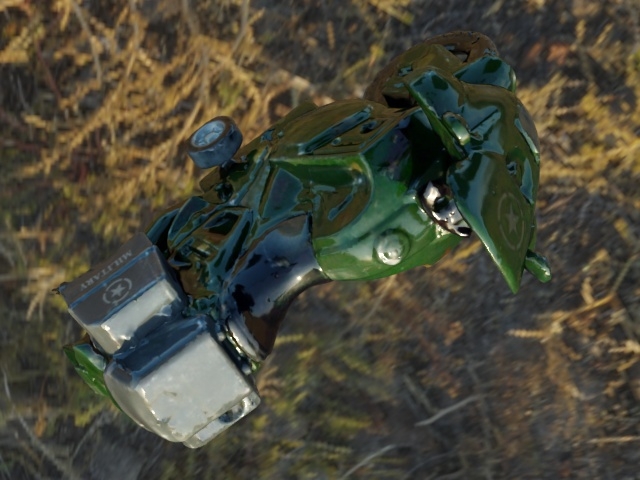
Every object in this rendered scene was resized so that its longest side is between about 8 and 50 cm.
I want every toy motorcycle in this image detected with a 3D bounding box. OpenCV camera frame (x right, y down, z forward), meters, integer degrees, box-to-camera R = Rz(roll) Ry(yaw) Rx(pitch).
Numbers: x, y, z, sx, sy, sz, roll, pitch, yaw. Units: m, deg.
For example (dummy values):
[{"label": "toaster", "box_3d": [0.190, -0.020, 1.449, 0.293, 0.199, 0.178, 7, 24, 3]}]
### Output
[{"label": "toy motorcycle", "box_3d": [0.000, 0.000, 0.723, 0.275, 0.187, 0.125, -37, 125, -3]}]
